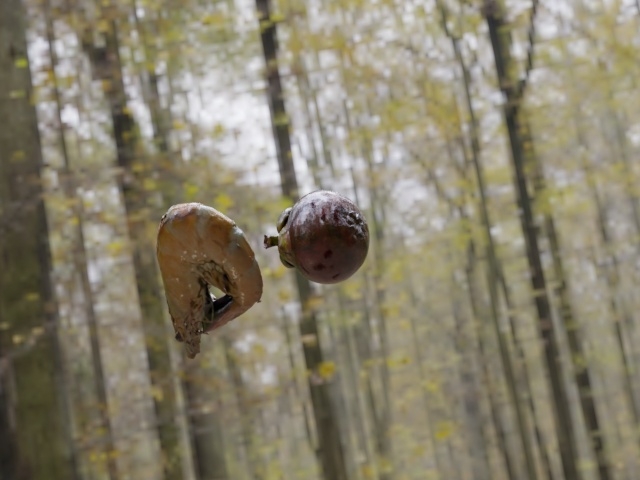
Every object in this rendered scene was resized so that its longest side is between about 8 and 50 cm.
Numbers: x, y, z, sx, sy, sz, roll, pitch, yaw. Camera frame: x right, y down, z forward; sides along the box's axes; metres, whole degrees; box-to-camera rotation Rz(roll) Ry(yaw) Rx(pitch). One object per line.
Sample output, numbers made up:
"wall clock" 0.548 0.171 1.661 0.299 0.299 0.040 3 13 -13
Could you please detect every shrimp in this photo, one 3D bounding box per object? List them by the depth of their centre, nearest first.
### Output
"shrimp" -0.140 0.064 2.037 0.152 0.063 0.287 19 -42 16

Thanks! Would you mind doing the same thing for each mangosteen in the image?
"mangosteen" 0.003 -0.001 1.338 0.081 0.081 0.081 -9 -10 -2
